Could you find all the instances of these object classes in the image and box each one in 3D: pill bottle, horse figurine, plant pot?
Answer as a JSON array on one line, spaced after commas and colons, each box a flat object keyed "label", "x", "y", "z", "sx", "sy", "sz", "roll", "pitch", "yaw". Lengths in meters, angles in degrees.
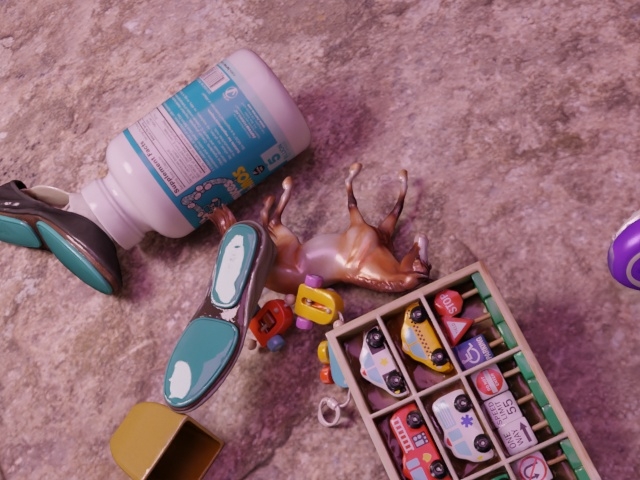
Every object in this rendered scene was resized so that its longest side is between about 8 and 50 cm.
[{"label": "pill bottle", "x": -0.153, "y": -0.102, "z": 1.034, "sx": 0.264, "sy": 0.146, "sz": 0.146, "roll": -36, "pitch": 54, "yaw": -3}, {"label": "horse figurine", "x": 0.000, "y": 0.000, "z": 0.960, "sx": 0.264, "sy": 0.066, "sz": 0.174, "roll": -9, "pitch": 56, "yaw": 16}, {"label": "plant pot", "x": -0.167, "y": 0.212, "z": 0.886, "sx": 0.083, "sy": 0.081, "sz": 0.081, "roll": 22, "pitch": 69, "yaw": 36}]

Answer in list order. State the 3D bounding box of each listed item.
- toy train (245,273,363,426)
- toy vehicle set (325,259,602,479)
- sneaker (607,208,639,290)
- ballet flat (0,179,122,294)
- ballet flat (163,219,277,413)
[{"label": "toy train", "x": -0.005, "y": 0.108, "z": 0.907, "sx": 0.166, "sy": 0.046, "sz": 0.125, "roll": 48, "pitch": 117, "yaw": 27}, {"label": "toy vehicle set", "x": 0.134, "y": 0.169, "z": 0.780, "sx": 0.166, "sy": 0.035, "sz": 0.266, "roll": -27, "pitch": 68, "yaw": 4}, {"label": "sneaker", "x": 0.404, "y": 0.024, "z": 0.741, "sx": 0.294, "sy": 0.102, "sz": 0.146, "roll": -6, "pitch": 38, "yaw": 18}, {"label": "ballet flat", "x": -0.331, "y": -0.022, "z": 1.090, "sx": 0.281, "sy": 0.095, "sz": 0.096, "roll": 22, "pitch": 58, "yaw": 31}, {"label": "ballet flat", "x": -0.096, "y": 0.083, "z": 0.892, "sx": 0.072, "sy": 0.068, "sz": 0.213, "roll": 13, "pitch": 72, "yaw": 24}]
